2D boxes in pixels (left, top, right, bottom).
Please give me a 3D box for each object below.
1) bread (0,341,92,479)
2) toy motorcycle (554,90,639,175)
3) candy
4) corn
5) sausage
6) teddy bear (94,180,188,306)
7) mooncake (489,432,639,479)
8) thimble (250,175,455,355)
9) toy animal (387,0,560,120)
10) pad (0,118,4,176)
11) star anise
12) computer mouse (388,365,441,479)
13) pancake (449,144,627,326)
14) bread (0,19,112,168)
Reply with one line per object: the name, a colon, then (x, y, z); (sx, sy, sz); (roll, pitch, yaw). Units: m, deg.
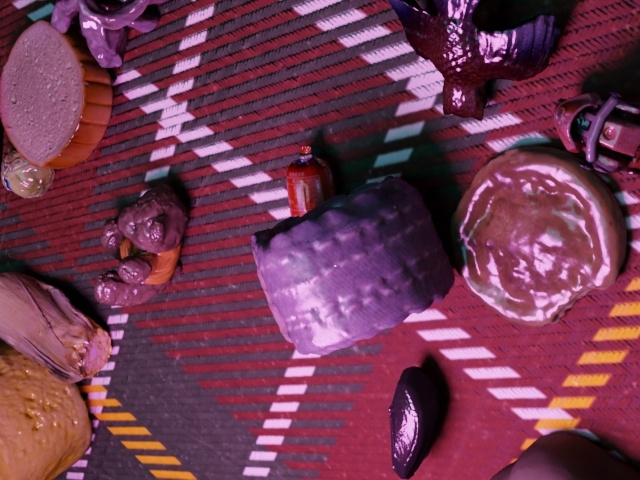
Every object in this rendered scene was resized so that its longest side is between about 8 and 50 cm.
bread: (-0.625, 0.366, 1.954); (0.348, 0.307, 0.348); (28, 132, 37)
toy motorcycle: (0.331, -0.103, 1.073); (0.212, 0.118, 0.084); (28, 109, 29)
candy: (-0.441, -0.180, 1.742); (0.335, 0.092, 0.093); (-36, 47, 36)
corn: (-0.513, 0.157, 1.901); (0.305, 0.123, 0.122); (24, 148, 31)
sausage: (0.000, 0.000, 1.434); (0.074, 0.074, 0.274); (3, 109, 40)
teddy bear: (-0.275, 0.002, 1.634); (0.140, 0.177, 0.190); (14, 130, -16)
mooncake: (0.314, 0.387, 1.290); (0.275, 0.135, 0.275); (13, 112, 34)
thimble: (0.039, 0.028, 1.302); (0.172, 0.236, 0.205); (65, 174, -3)
toy animal: (0.159, -0.219, 1.173); (0.218, 0.116, 0.179); (18, 119, 27)
pad: (-0.553, -0.194, 1.759); (0.211, 0.003, 0.143); (132, 139, -70)
star anise: (-0.330, -0.402, 1.479); (0.315, 0.139, 0.359); (4, 127, 14)
computer mouse: (0.135, 0.254, 1.411); (0.057, 0.099, 0.172); (8, 109, 23)
pancake: (0.253, -0.001, 1.237); (0.236, 0.042, 0.222); (-18, 98, 44)
bread: (-0.430, -0.234, 1.657); (0.236, 0.070, 0.236); (0, 90, 37)
